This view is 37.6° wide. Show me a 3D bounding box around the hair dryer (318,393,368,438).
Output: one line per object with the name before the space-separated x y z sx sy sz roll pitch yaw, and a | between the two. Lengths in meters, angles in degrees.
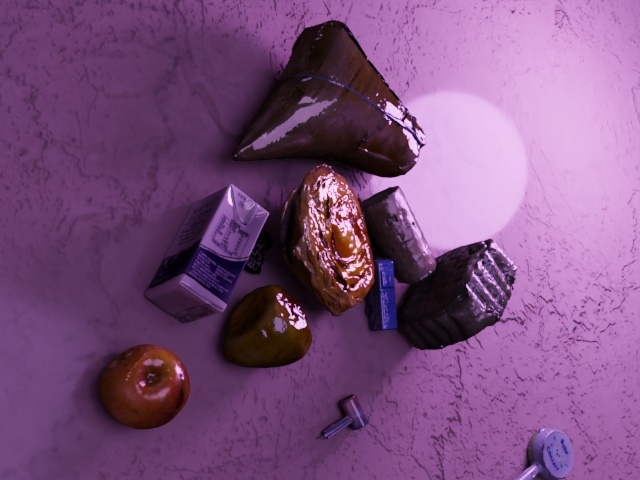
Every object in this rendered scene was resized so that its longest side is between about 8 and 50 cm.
hair dryer | 0.036 0.352 1.822 0.114 0.037 0.063 -28 94 -32

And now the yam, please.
yam | 0.163 -0.008 1.970 0.107 0.107 0.194 -34 100 -38

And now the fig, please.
fig | -0.101 0.163 1.707 0.165 0.144 0.154 -30 133 -31

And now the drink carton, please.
drink carton | -0.200 0.022 1.663 0.102 0.134 0.222 36 58 -22

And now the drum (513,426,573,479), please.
drum | 0.476 0.497 2.109 0.253 0.049 0.130 -9 83 -39

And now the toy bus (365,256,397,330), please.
toy bus | 0.125 0.110 1.931 0.051 0.061 0.153 -3 91 -33

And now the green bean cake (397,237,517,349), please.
green bean cake | 0.284 0.116 1.955 0.125 0.222 0.227 49 50 -18

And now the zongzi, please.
zongzi | 0.026 -0.190 1.873 0.356 0.174 0.393 44 56 -24

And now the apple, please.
apple | -0.283 0.240 1.542 0.146 0.146 0.147 11 71 -35

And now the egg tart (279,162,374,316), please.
egg tart | 0.000 0.000 1.823 0.297 0.132 0.297 15 72 -58

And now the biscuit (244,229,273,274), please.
biscuit | -0.124 0.019 1.790 0.087 0.027 0.089 -26 94 -38
